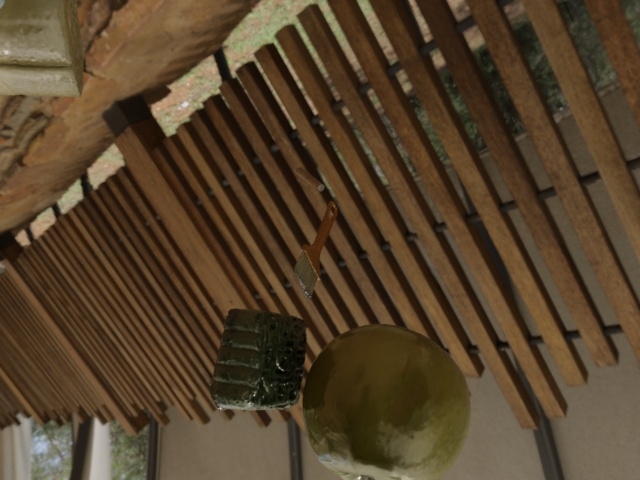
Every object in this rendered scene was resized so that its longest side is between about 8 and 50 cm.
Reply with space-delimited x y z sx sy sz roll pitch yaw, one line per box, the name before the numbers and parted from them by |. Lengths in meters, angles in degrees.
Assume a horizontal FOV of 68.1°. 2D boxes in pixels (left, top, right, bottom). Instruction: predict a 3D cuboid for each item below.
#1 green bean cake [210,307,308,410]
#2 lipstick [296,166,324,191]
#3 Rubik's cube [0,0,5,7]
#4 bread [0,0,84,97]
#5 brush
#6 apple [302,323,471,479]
green bean cake | -0.101 0.221 0.869 0.094 0.181 0.173 0 164 30
lipstick | -0.024 -0.136 1.050 0.019 0.019 0.094 -33 -134 -14
Rubik's cube | -0.253 -0.154 0.248 0.254 0.254 0.254 -30 -170 6
bread | -0.355 -0.242 0.538 0.141 0.148 0.134 -4 -160 -21
brush | 0.000 0.000 1.107 0.017 0.090 0.314 -8 -146 23
apple | 0.110 0.294 0.827 0.292 0.292 0.254 -21 -145 44
